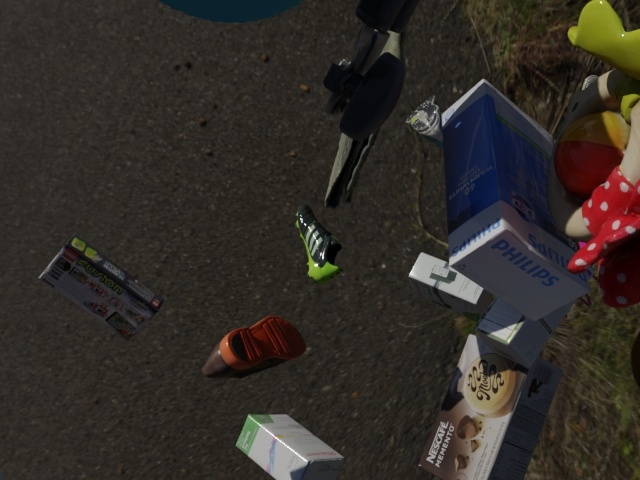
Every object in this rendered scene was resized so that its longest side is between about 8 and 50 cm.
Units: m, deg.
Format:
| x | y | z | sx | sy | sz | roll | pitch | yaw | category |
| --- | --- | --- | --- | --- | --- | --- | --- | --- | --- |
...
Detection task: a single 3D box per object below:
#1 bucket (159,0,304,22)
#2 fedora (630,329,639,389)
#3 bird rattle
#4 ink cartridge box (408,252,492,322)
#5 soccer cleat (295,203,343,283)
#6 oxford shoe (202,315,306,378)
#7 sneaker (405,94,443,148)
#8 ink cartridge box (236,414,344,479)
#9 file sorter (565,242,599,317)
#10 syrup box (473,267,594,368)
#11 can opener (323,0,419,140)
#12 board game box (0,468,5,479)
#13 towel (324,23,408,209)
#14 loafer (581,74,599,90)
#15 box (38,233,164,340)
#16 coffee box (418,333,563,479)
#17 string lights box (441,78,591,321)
| x | y | z | sx | sy | sz | roll | pitch | yaw | category |
| --- | --- | --- | --- | --- | --- | --- | --- | --- | --- |
| -0.069 | -0.337 | 0.559 | 0.282 | 0.183 | 0.281 | 5 | 127 | 7 | bucket |
| 0.491 | 0.160 | 0.796 | 0.195 | 0.079 | 0.194 | 6 | 111 | 17 | fedora |
| 0.271 | -0.068 | 0.569 | 0.143 | 0.207 | 0.253 | 5 | 90 | -6 | bird rattle |
| 0.365 | 0.132 | 1.812 | 0.209 | 0.153 | 0.086 | 23 | 72 | 28 | ink cartridge box |
| 0.000 | 0.000 | 1.234 | 0.072 | 0.060 | 0.178 | -26 | 57 | 19 | soccer cleat |
| -0.127 | 0.215 | 1.273 | 0.098 | 0.271 | 0.096 | -38 | 69 | 24 | oxford shoe |
| 0.307 | -0.320 | 1.783 | 0.107 | 0.275 | 0.110 | -40 | 106 | 21 | sneaker |
| -0.073 | 0.510 | 1.553 | 0.213 | 0.154 | 0.093 | 23 | 91 | 37 | ink cartridge box |
| 0.652 | 0.076 | 1.714 | 0.291 | 0.202 | 0.182 | -28 | 111 | 6 | file sorter |
| 0.411 | 0.114 | 1.237 | 0.236 | 0.096 | 0.093 | -51 | 32 | -11 | syrup box |
| 0.085 | -0.246 | 0.702 | 0.093 | 0.074 | 0.280 | 34 | 118 | 15 | can opener |
| -0.532 | 0.198 | 0.740 | 0.306 | 0.192 | 0.053 | 13 | 46 | 17 | board game box |
| 0.096 | -0.245 | 1.148 | 0.056 | 0.324 | 0.312 | 21 | 131 | -5 | towel |
| 0.503 | -0.243 | 1.208 | 0.045 | 0.039 | 0.125 | -7 | 96 | -6 | loafer |
| -0.411 | 0.093 | 1.217 | 0.207 | 0.036 | 0.114 | 40 | 119 | -15 | box |
| 0.342 | 0.361 | 1.302 | 0.168 | 0.119 | 0.297 | 13 | 76 | 54 | coffee box |
| 0.213 | -0.054 | 0.731 | 0.077 | 0.133 | 0.259 | -39 | 29 | 38 | string lights box |
